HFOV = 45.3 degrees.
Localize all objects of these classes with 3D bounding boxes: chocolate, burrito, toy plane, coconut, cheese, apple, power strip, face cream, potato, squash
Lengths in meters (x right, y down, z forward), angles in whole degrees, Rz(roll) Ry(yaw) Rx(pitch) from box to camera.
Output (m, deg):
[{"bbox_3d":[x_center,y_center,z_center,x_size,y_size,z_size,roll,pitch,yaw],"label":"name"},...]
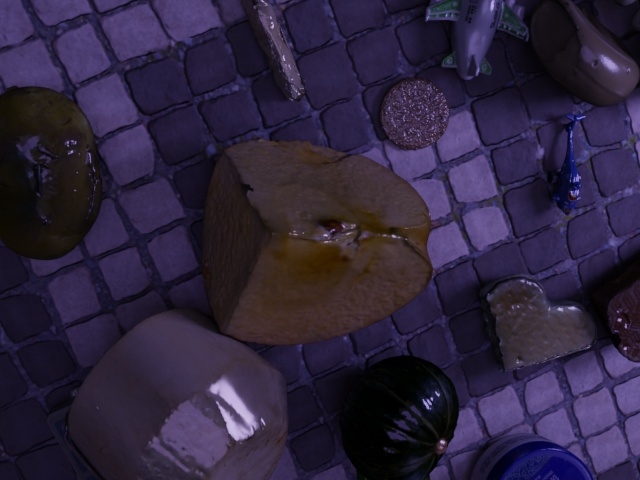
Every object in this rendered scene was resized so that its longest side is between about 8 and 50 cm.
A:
[{"bbox_3d":[0.575,0.102,1.340,0.214,0.093,0.148,-33,104,-3],"label":"chocolate"},{"bbox_3d":[-0.072,-0.297,1.169,0.045,0.041,0.185,-36,110,-45],"label":"burrito"},{"bbox_3d":[0.418,-0.125,1.282,0.054,0.062,0.167,1,91,-10],"label":"toy plane"},{"bbox_3d":[-0.208,0.251,1.125,0.323,0.323,0.323,-2,102,-10],"label":"coconut"},{"bbox_3d":[0.421,-0.286,1.204,0.202,0.175,0.091,16,134,-38],"label":"cheese"},{"bbox_3d":[0.000,0.000,1.137,0.309,0.252,0.314,1,87,-34],"label":"apple"},{"bbox_3d":[-0.337,0.359,1.254,0.118,0.046,0.270,-25,105,-5],"label":"power strip"},{"bbox_3d":[0.371,0.449,1.359,0.206,0.111,0.206,-1,94,-12],"label":"face cream"},{"bbox_3d":[-0.397,-0.093,1.097,0.169,0.143,0.248,4,102,0],"label":"potato"},{"bbox_3d":[0.243,-0.338,1.195,0.174,0.080,0.174,-2,100,-10],"label":"toy plane"},{"bbox_3d":[0.129,0.294,1.252,0.172,0.218,0.218,18,100,23],"label":"squash"}]

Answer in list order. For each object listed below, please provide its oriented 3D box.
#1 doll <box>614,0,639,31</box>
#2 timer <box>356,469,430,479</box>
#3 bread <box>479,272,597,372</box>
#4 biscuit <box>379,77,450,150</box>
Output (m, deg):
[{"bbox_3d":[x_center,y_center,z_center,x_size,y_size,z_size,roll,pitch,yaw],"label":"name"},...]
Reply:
[{"bbox_3d":[0.564,-0.341,1.210,0.228,0.154,0.258,-44,127,-38],"label":"doll"},{"bbox_3d":[0.131,0.430,1.352,0.128,0.047,0.140,-11,103,-7],"label":"timer"},{"bbox_3d":[0.361,0.155,1.327,0.232,0.064,0.172,25,97,-13],"label":"bread"},{"bbox_3d":[0.152,-0.204,1.239,0.120,0.015,0.120,-2,103,-9],"label":"biscuit"}]
